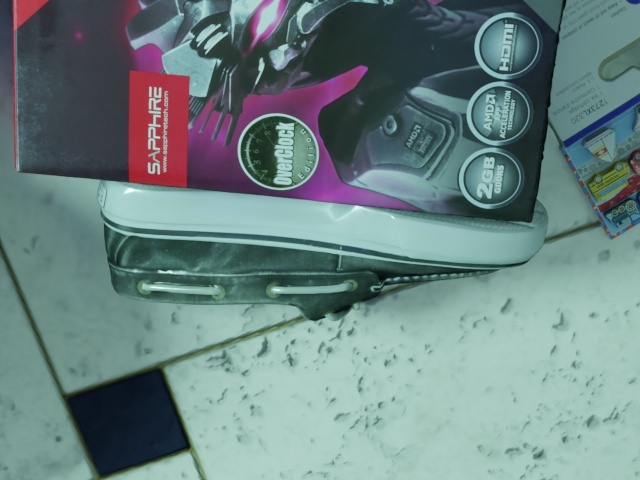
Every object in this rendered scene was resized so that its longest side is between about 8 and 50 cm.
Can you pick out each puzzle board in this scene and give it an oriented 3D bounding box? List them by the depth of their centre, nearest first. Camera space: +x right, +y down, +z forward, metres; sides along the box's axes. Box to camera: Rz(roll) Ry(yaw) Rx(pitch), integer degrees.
[{"bbox_3d":[0.268,-0.070,1.049,0.128,0.011,0.096,-32,113,4],"label":"puzzle board"}]

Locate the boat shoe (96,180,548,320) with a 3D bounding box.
[{"bbox_3d":[0.000,0.000,0.993,0.335,0.121,0.119,5,119,1],"label":"boat shoe"}]

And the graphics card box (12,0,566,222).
[{"bbox_3d":[-0.024,-0.148,0.890,0.370,0.094,0.233,6,112,2],"label":"graphics card box"}]

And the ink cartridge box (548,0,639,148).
[{"bbox_3d":[0.155,-0.264,0.927,0.175,0.069,0.371,-33,110,4],"label":"ink cartridge box"}]
